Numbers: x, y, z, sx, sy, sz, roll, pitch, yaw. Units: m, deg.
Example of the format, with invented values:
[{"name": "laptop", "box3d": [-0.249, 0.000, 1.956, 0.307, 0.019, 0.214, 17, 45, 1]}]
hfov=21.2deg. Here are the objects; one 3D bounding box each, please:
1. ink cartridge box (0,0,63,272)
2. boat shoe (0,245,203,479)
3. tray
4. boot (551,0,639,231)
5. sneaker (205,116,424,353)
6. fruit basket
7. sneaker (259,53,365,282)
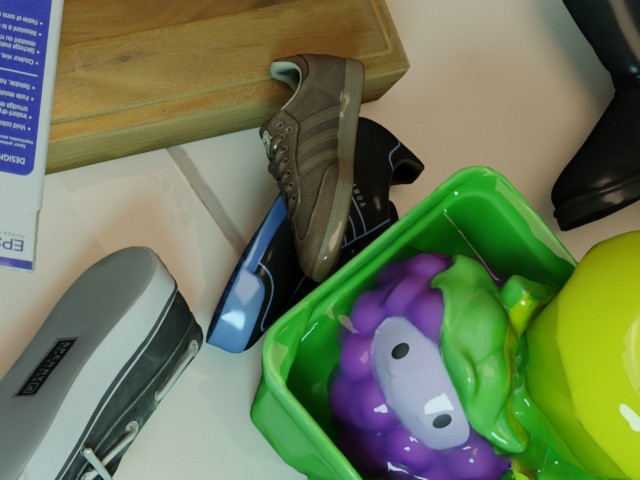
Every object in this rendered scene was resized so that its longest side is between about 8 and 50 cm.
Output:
[{"name": "ink cartridge box", "box3d": [-0.259, -0.135, 1.142, 0.165, 0.065, 0.332, 11, 66, -19]}, {"name": "boat shoe", "box3d": [-0.177, 0.142, 1.134, 0.105, 0.113, 0.306, 58, 43, -29]}, {"name": "tray", "box3d": [-0.152, -0.170, 1.277, 0.411, 0.076, 0.202, -15, 78, -28]}, {"name": "boot", "box3d": [0.240, -0.137, 1.416, 0.246, 0.094, 0.207, -26, 87, -35]}, {"name": "sneaker", "box3d": [0.000, 0.000, 1.274, 0.090, 0.081, 0.232, 31, 61, -2]}, {"name": "fruit basket", "box3d": [0.169, 0.126, 1.140, 0.283, 0.392, 0.392, -39, 89, -29]}, {"name": "sneaker", "box3d": [-0.012, -0.053, 1.225, 0.071, 0.066, 0.188, 9, 55, -2]}]
